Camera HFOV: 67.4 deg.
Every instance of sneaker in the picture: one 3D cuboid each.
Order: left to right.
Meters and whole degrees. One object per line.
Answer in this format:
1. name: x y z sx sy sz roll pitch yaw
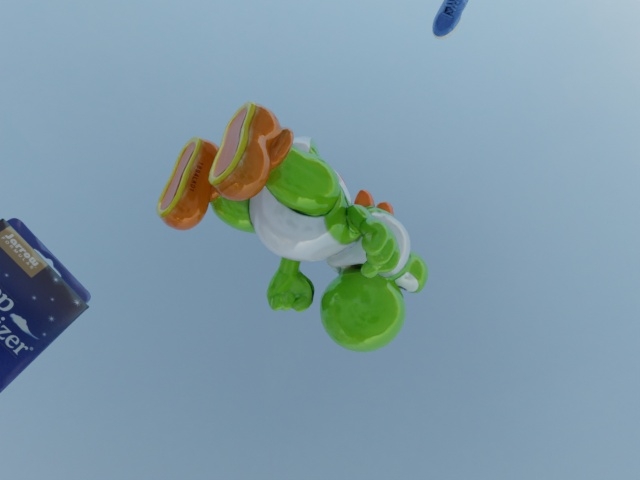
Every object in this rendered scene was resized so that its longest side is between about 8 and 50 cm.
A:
1. sneaker: 0.259 -0.474 0.927 0.058 0.084 0.152 39 -78 22

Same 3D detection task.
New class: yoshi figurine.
1. yoshi figurine: 0.001 0.022 0.561 0.203 0.362 0.203 -51 -143 11

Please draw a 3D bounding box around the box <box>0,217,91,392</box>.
1. box: -0.336 0.068 0.488 0.036 0.225 0.136 -28 -71 24
